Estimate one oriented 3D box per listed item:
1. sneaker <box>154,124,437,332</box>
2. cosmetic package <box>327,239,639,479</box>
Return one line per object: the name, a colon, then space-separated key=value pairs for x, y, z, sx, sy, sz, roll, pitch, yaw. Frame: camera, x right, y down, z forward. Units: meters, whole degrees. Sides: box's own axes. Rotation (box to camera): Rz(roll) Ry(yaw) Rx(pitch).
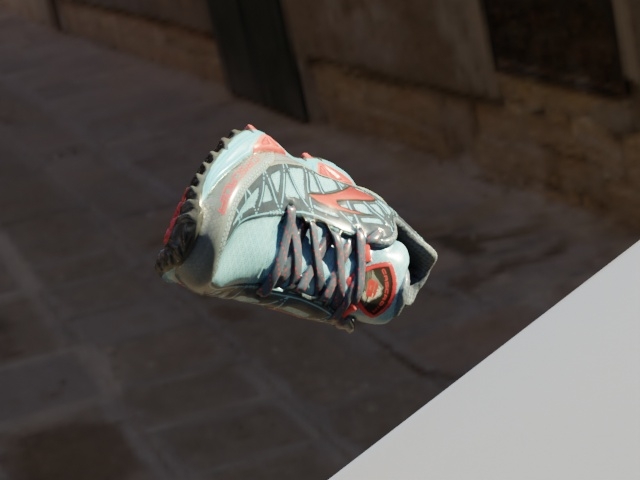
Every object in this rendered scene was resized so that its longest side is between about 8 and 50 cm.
sneaker: x=0.000 y=0.000 z=0.982 sx=0.125 sy=0.104 sz=0.262 roll=30 pitch=14 yaw=21
cosmetic package: x=0.160 y=0.102 z=0.407 sx=0.377 sy=0.284 sz=0.097 roll=-36 pitch=40 yaw=-7
